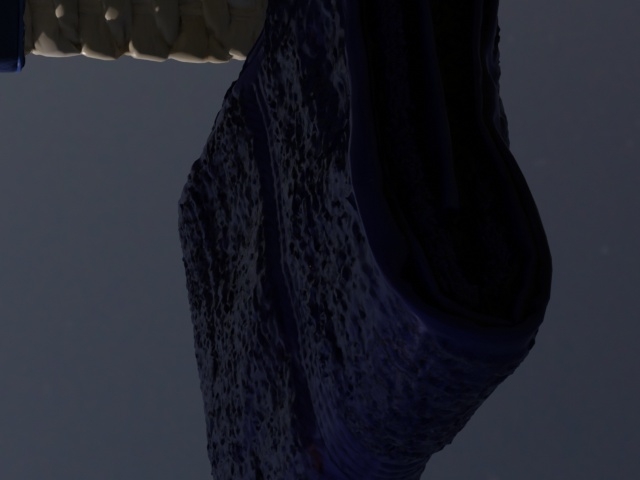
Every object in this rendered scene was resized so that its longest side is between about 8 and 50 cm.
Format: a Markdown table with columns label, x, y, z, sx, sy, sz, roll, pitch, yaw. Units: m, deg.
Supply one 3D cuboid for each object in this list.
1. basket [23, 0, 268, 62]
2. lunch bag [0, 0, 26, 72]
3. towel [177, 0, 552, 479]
| label | x | y | z | sx | sy | sz | roll | pitch | yaw |
| --- | --- | --- | --- | --- | --- | --- | --- | --- | --- |
| basket | -0.187 | -0.300 | 1.177 | 0.328 | 0.331 | 0.266 | -1 | -131 | -5 |
| lunch bag | -0.111 | -0.088 | 0.556 | 0.065 | 0.067 | 0.098 | 0 | -151 | -13 |
| towel | 0.000 | 0.000 | 0.764 | 0.076 | 0.308 | 0.227 | 3 | -119 | -12 |
